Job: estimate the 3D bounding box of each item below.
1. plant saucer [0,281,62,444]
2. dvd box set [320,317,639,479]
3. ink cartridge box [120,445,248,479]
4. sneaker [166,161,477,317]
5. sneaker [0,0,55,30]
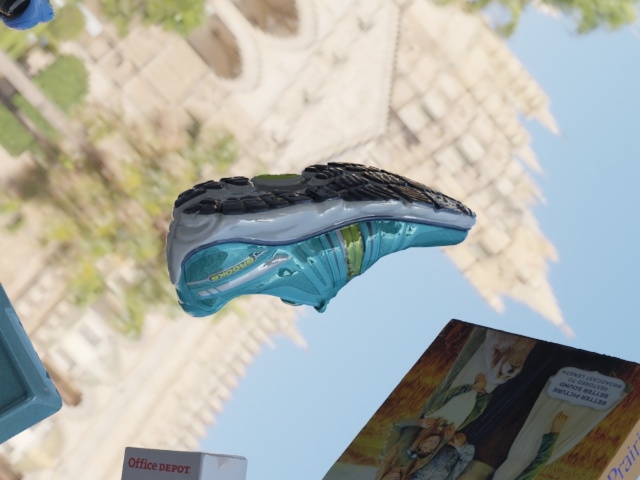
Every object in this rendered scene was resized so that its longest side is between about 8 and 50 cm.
[{"bbox_3d":[-0.208,0.090,0.583,0.192,0.067,0.018,-30,167,-1],"label":"plant saucer"},{"bbox_3d":[0.138,0.269,1.417,0.308,0.062,0.420,12,-128,47],"label":"dvd box set"},{"bbox_3d":[-0.177,0.356,1.675,0.148,0.086,0.203,-4,-104,42],"label":"ink cartridge box"},{"bbox_3d":[0.000,0.000,1.120,0.275,0.110,0.107,-7,-156,-28],"label":"sneaker"},{"bbox_3d":[-0.347,-0.276,1.484,0.067,0.078,0.188,-24,-152,-33],"label":"sneaker"}]
